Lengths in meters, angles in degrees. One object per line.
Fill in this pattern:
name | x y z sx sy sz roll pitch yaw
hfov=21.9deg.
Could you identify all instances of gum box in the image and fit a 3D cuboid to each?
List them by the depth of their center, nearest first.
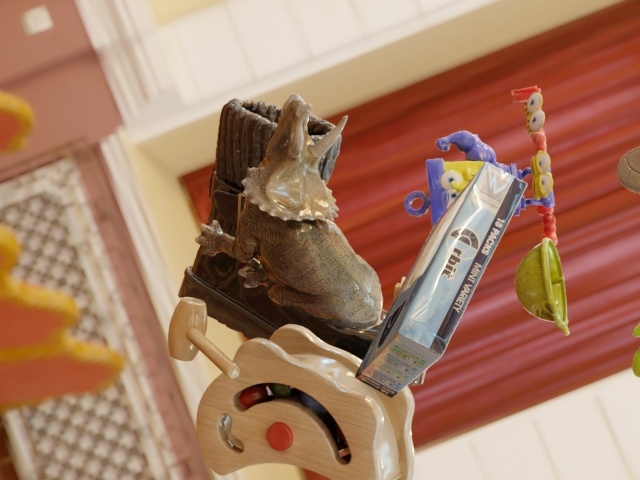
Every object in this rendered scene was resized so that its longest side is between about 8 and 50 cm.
gum box | 0.094 0.036 1.336 0.041 0.157 0.184 28 -17 0

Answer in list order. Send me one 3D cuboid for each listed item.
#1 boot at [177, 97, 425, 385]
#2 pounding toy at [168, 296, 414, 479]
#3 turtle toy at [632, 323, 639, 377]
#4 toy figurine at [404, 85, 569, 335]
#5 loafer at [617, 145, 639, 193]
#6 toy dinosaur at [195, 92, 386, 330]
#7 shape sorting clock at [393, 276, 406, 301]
boot | -0.003 0.000 1.899 0.131 0.348 0.260 -6 117 -62
pounding toy | -0.052 0.177 1.604 0.155 0.269 0.154 -19 131 -58
turtle toy | 0.362 0.088 1.684 0.066 0.130 0.095 46 13 11
toy figurine | 0.234 -0.031 2.410 0.191 0.217 0.363 62 22 -71
loafer | 0.298 -0.057 1.334 0.125 0.039 0.045 -7 -103 49
toy dinosaur | -0.011 0.021 1.511 0.160 0.121 0.313 19 -39 56
shape sorting clock | 0.092 0.149 2.127 0.206 0.040 0.206 4 90 -86
